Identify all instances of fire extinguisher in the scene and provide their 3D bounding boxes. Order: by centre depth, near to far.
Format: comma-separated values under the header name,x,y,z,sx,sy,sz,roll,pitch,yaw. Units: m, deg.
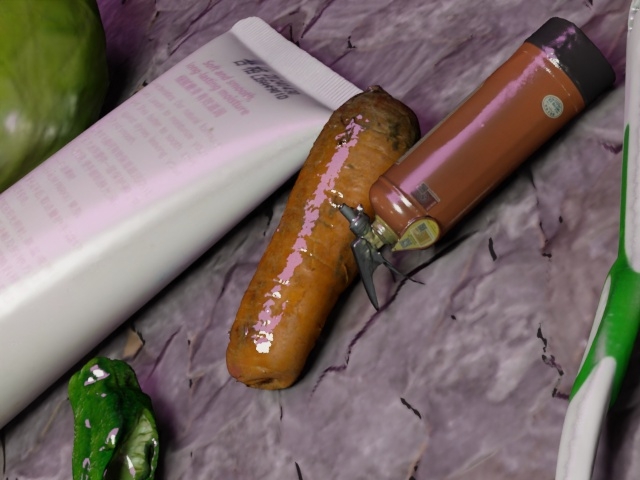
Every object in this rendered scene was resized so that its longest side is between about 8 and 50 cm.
name,x,y,z,sx,sy,sz,roll,pitch,yaw
fire extinguisher,0.078,-0.041,0.706,0.177,0.062,0.050,-43,13,-1

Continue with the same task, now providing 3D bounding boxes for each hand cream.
name,x,y,z,sx,sy,sz,roll,pitch,yaw
hand cream,-0.143,-0.007,0.852,0.359,0.118,0.185,-39,35,-5

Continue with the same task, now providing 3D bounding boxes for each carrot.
name,x,y,z,sx,sy,sz,roll,pitch,yaw
carrot,0.000,0.000,0.741,0.060,0.060,0.186,12,69,48

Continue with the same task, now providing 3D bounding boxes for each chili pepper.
name,x,y,z,sx,sy,sz,roll,pitch,yaw
chili pepper,-0.129,0.151,0.725,0.073,0.050,0.182,0,58,34

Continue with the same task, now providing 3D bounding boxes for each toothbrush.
name,x,y,z,sx,sy,sz,roll,pitch,yaw
toothbrush,0.131,0.032,0.599,0.040,0.042,0.418,11,54,2

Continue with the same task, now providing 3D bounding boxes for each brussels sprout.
name,x,y,z,sx,sy,sz,roll,pitch,yaw
brussels sprout,-0.276,-0.122,0.995,0.244,0.244,0.244,-25,42,24
